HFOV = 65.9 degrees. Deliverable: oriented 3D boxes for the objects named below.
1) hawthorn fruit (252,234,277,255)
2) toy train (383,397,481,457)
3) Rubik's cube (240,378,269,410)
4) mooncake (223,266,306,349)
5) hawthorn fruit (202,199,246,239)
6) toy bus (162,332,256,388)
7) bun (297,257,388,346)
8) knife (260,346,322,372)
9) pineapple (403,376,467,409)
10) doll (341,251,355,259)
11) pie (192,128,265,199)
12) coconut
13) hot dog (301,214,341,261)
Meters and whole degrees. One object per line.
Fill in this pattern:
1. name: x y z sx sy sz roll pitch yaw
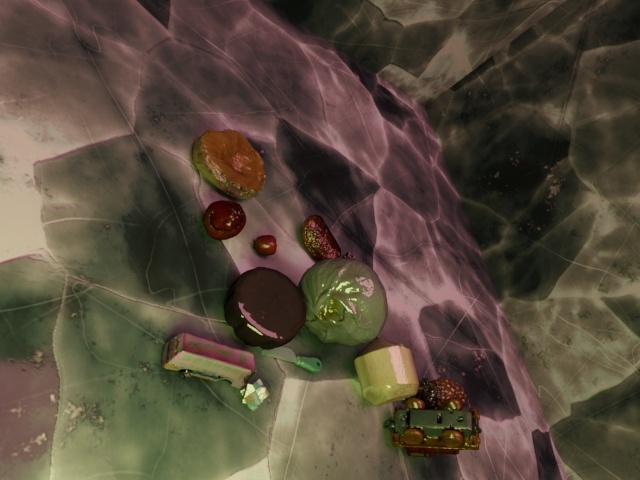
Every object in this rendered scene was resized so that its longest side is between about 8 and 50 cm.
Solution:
1. hawthorn fruit: -0.215 0.017 1.890 0.093 0.081 0.081 1 58 -16
2. toy train: 0.428 0.729 1.892 0.163 0.369 0.231 -74 149 -45
3. Rubik's cube: -0.208 0.477 1.529 0.075 0.084 0.073 45 29 12
4. mooncake: -0.193 0.234 1.683 0.283 0.141 0.283 21 49 -26
5. hawthorn fruit: -0.328 -0.074 1.739 0.148 0.172 0.148 18 69 -58
6. toy bus: -0.322 0.359 1.465 0.274 0.112 0.090 27 37 -35
7. bun: 0.068 0.235 1.825 0.362 0.362 0.211 56 32 -1
8. knife: -0.101 0.411 1.752 0.260 0.035 0.063 27 41 -30
9. pineapple: 0.475 0.659 2.131 0.340 0.169 0.169 25 46 -33
10. doll: 0.124 0.137 2.199 0.091 0.067 0.219 37 34 -20
11. pie: -0.352 -0.311 1.970 0.339 0.083 0.339 30 41 -30
12. coconut: 0.255 0.502 1.929 0.239 0.239 0.244 11 56 -45
13. hot dog: 0.003 -0.002 2.133 0.227 0.099 0.160 57 35 -1
